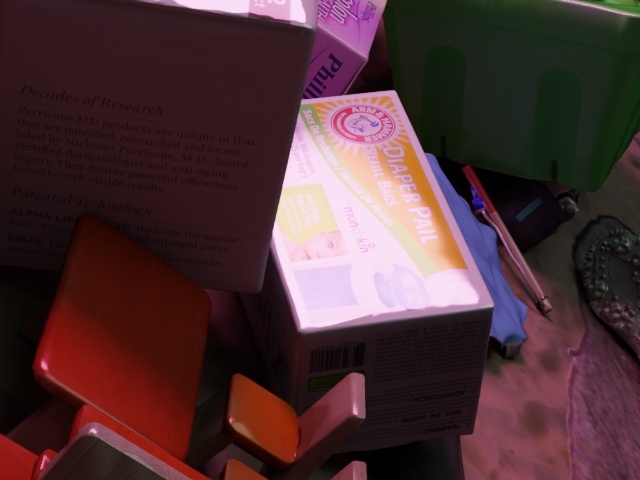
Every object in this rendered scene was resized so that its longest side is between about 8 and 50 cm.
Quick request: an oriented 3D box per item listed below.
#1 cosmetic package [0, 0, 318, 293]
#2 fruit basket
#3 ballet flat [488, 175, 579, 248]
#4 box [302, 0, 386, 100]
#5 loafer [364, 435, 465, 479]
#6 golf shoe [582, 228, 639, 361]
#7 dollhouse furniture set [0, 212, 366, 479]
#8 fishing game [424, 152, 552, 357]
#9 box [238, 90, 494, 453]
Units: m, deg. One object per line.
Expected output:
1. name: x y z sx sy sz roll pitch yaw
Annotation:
1. cosmetic package: -0.089 -0.093 0.923 0.151 0.183 0.151 7 42 -7
2. fruit basket: 0.225 -0.260 1.456 0.283 0.392 0.392 14 18 17
3. ballet flat: 0.196 -0.048 1.503 0.074 0.074 0.203 43 24 2
4. box: -0.084 -0.183 1.231 0.243 0.117 0.213 32 25 -7
5. loafer: 0.057 0.094 1.067 0.062 0.061 0.170 24 30 -36
6. golf shoe: 0.274 0.071 1.453 0.086 0.069 0.176 44 17 -51
7. dollhouse furniture set: -0.093 0.071 0.792 0.262 0.135 0.259 34 25 -17
8. fishing game: 0.086 0.004 1.285 0.189 0.041 0.264 60 22 14
9. box: 0.015 0.014 1.037 0.114 0.103 0.203 -7 42 -13
